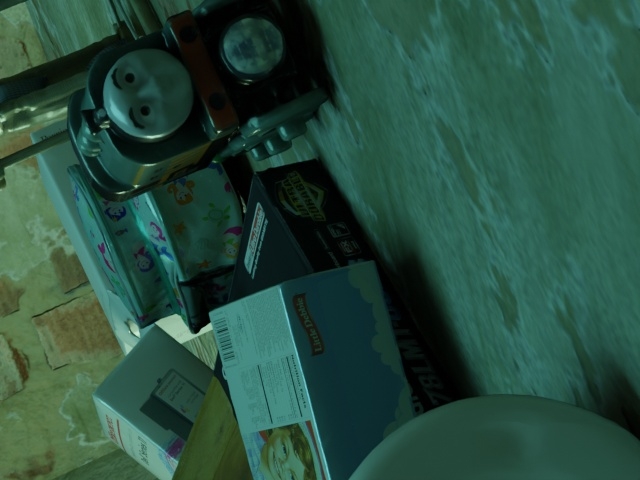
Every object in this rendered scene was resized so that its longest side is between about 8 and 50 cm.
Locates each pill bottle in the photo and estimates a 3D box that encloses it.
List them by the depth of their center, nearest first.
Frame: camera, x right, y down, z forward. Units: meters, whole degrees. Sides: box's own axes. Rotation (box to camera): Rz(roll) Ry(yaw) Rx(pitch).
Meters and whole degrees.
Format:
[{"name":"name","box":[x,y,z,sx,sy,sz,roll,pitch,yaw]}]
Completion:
[{"name":"pill bottle","box":[0.105,0.255,1.252,0.224,0.224,0.392,62,169,19]}]

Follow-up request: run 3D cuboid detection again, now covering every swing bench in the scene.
[{"name":"swing bench","box":[-0.318,-0.225,2.294,0.255,0.253,0.165,65,170,0]}]

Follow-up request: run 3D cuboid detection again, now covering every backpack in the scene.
[{"name":"backpack","box":[-0.170,-0.040,2.188,0.253,0.191,0.225,90,155,-56]}]

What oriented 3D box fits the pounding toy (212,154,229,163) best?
[{"name":"pounding toy","box":[-0.103,-0.130,1.894,0.141,0.100,0.130,64,156,-7]}]

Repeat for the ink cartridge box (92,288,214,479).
[{"name":"ink cartridge box","box":[-0.152,0.230,2.344,0.353,0.119,0.207,38,164,11]}]

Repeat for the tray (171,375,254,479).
[{"name":"tray","box":[-0.059,0.241,2.038,0.203,0.076,0.411,59,142,36]}]

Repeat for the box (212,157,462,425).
[{"name":"box","box":[0.006,0.132,1.730,0.293,0.073,0.295,59,151,32]}]

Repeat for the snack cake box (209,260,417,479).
[{"name":"snack cake box","box":[0.009,0.161,1.548,0.152,0.089,0.264,-21,83,62]}]

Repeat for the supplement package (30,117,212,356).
[{"name":"supplement package","box":[-0.236,-0.021,2.573,0.293,0.177,0.175,61,169,20]}]

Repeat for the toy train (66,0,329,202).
[{"name":"toy train","box":[-0.112,-0.115,1.629,0.142,0.190,0.334,65,171,-1]}]
